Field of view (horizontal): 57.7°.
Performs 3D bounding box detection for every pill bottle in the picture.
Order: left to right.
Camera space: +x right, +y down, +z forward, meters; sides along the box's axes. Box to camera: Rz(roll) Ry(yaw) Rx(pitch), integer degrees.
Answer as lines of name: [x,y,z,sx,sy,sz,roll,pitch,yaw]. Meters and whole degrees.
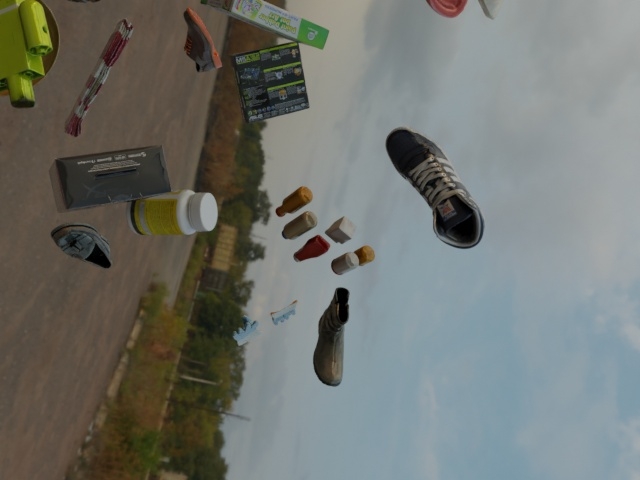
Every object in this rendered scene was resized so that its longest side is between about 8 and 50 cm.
pill bottle: [-0.384,-0.073,1.510,0.119,0.209,0.119,0,90,-75]

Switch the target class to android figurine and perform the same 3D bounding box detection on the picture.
android figurine: [-0.609,-0.367,1.075,0.056,0.248,0.272,2,76,-75]

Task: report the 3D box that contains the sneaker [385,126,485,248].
sneaker: [0.225,-0.103,1.134,0.099,0.282,0.153,-39,-177,21]

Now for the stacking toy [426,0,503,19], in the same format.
stacking toy: [0.284,-0.591,1.108,0.130,0.280,0.309,45,-60,34]

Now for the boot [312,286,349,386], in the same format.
boot: [0.037,0.260,1.602,0.161,0.084,0.246,110,-16,-48]

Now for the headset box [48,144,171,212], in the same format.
headset box: [-0.469,-0.134,1.287,0.293,0.218,0.110,3,-76,63]

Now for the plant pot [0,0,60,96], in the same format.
plant pot: [-0.652,-0.405,1.191,0.032,0.236,0.236,142,-38,-82]

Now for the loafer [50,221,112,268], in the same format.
loafer: [-0.655,0.019,1.634,0.084,0.096,0.267,59,-2,12]

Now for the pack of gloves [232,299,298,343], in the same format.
pack of gloves: [-0.161,0.220,1.640,0.046,0.195,0.232,60,-11,13]

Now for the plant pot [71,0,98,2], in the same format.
plant pot: [-0.675,-0.763,1.618,0.167,0.167,0.165,-143,-128,-79]

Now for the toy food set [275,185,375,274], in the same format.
toy food set: [0.000,0.000,1.277,0.104,0.232,0.111,-30,-153,46]

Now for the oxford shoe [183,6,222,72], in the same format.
oxford shoe: [-0.411,-0.655,1.937,0.096,0.098,0.271,63,-3,26]

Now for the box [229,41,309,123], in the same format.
box: [-0.135,-0.429,1.577,0.045,0.191,0.184,34,-40,61]

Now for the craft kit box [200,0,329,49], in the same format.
craft kit box: [-0.141,-0.549,1.425,0.246,0.250,0.061,45,-62,51]

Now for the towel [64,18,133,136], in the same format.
towel: [-0.596,-0.436,1.557,0.329,0.037,0.237,-60,-151,4]
